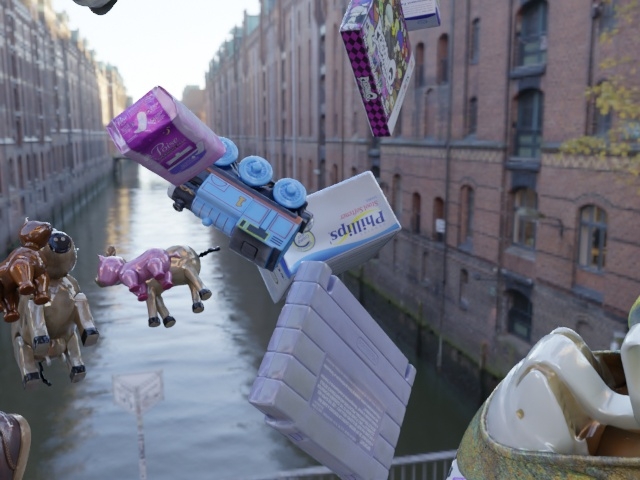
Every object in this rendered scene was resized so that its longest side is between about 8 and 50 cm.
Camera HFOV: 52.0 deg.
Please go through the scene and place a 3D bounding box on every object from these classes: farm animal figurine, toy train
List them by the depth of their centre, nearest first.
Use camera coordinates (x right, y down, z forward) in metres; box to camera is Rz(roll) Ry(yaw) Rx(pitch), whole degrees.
[{"bbox_3d":[-0.099,-0.048,0.792,0.184,0.105,0.080,31,-33,1],"label":"toy train"},{"bbox_3d":[-0.362,0.075,0.962,0.330,0.327,0.172,13,39,-49],"label":"farm animal figurine"}]

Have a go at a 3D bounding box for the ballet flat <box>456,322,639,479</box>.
[{"bbox_3d":[0.202,0.105,0.423,0.123,0.123,0.348,-7,-8,-35],"label":"ballet flat"}]

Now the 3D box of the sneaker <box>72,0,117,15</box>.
[{"bbox_3d":[-0.301,-0.471,0.761,0.158,0.410,0.182,37,34,31],"label":"sneaker"}]

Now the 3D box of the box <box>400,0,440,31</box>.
[{"bbox_3d":[0.176,-0.506,1.346,0.126,0.137,0.072,-4,-6,17],"label":"box"}]

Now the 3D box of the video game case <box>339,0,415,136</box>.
[{"bbox_3d":[0.107,-0.337,1.152,0.042,0.232,0.210,3,53,24],"label":"video game case"}]

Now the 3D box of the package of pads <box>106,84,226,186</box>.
[{"bbox_3d":[-0.107,-0.071,0.467,0.050,0.032,0.083,-37,-20,5],"label":"package of pads"}]

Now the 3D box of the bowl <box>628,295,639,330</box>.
[{"bbox_3d":[0.478,0.078,0.643,0.289,0.156,0.289,33,-16,11],"label":"bowl"}]

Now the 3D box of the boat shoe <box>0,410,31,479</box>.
[{"bbox_3d":[-0.310,0.252,0.566,0.073,0.207,0.073,-3,-17,12],"label":"boat shoe"}]

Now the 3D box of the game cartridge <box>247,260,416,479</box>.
[{"bbox_3d":[0.033,0.221,1.001,0.068,0.230,0.355,4,-33,37],"label":"game cartridge"}]

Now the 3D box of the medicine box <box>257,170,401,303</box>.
[{"bbox_3d":[0.000,0.000,1.470,0.263,0.149,0.289,-24,-11,-17],"label":"medicine box"}]

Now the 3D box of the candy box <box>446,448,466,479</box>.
[{"bbox_3d":[0.258,0.483,1.107,0.070,0.165,0.196,-7,23,30],"label":"candy box"}]
